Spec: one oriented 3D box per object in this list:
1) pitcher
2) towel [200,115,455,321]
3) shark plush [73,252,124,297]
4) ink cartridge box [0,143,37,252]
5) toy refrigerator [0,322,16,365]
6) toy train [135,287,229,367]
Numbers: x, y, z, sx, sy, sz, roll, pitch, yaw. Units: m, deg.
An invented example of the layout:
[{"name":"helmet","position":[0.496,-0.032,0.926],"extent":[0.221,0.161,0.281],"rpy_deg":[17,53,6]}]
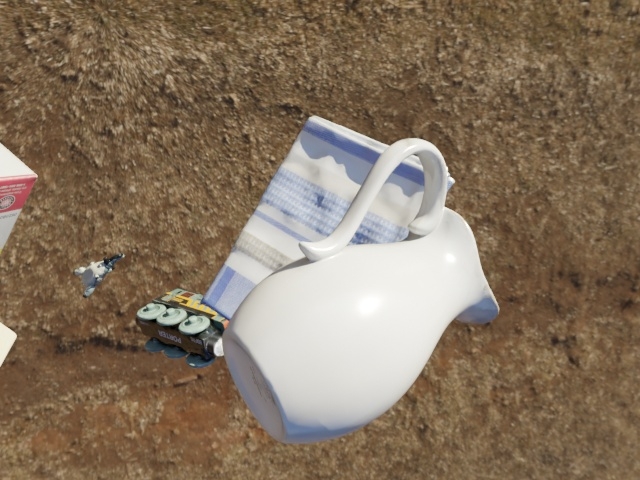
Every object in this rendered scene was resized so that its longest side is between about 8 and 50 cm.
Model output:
[{"name":"pitcher","position":[0.029,0.033,0.390],"extent":[0.207,0.125,0.178],"rpy_deg":[-27,112,-27]},{"name":"towel","position":[0.000,0.000,0.629],"extent":[0.285,0.209,0.034],"rpy_deg":[-59,156,-4]},{"name":"shark plush","position":[-0.527,0.067,1.268],"extent":[0.161,0.073,0.067],"rpy_deg":[-47,161,25]},{"name":"ink cartridge box","position":[-0.803,-0.014,1.072],"extent":[0.160,0.279,0.385],"rpy_deg":[39,109,6]},{"name":"toy refrigerator","position":[-0.537,0.216,0.724],"extent":[0.102,0.270,0.094],"rpy_deg":[-33,119,12]},{"name":"toy train","position":[-0.341,0.221,1.401],"extent":[0.190,0.333,0.142],"rpy_deg":[-30,120,-47]}]
